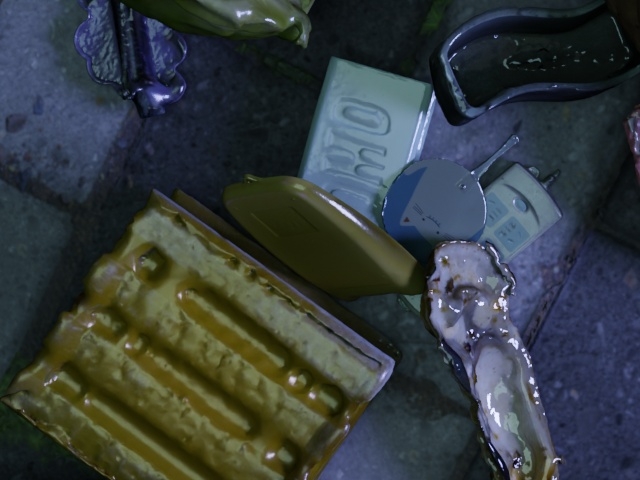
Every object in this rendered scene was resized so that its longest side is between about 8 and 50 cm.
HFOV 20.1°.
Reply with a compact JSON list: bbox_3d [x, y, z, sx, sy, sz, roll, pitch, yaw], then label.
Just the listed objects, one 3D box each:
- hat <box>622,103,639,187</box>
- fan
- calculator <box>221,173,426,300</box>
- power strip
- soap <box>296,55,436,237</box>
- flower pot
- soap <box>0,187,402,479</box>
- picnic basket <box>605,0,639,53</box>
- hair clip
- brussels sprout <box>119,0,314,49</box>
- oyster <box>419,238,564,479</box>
[{"bbox_3d":[0.447,-0.035,1.841,0.237,0.107,0.286,-14,94,-5],"label":"hat"},{"bbox_3d":[0.144,-0.051,1.906,0.175,0.005,0.113,-43,102,1],"label":"fan"},{"bbox_3d":[0.000,0.000,1.868,0.157,0.236,0.033,-7,53,48],"label":"calculator"},{"bbox_3d":[0.171,-0.001,1.936,0.227,0.029,0.080,-41,86,10],"label":"power strip"},{"bbox_3d":[0.043,-0.087,1.936,0.119,0.066,0.198,17,97,11],"label":"soap"},{"bbox_3d":[0.228,-0.190,1.847,0.229,0.108,0.103,-13,88,-6],"label":"flower pot"},{"bbox_3d":[-0.124,0.146,1.938,0.335,0.156,0.293,34,97,7],"label":"soap"},{"bbox_3d":[0.442,-0.283,1.684,0.293,0.337,0.337,-27,88,-28],"label":"picnic basket"},{"bbox_3d":[-0.214,-0.230,1.983,0.124,0.052,0.195,-14,86,5],"label":"hair clip"},{"bbox_3d":[-0.096,-0.427,1.795,0.361,0.342,0.425,26,87,1],"label":"brussels sprout"},{"bbox_3d":[0.178,0.162,1.899,0.078,0.129,0.345,-11,102,41],"label":"oyster"}]
